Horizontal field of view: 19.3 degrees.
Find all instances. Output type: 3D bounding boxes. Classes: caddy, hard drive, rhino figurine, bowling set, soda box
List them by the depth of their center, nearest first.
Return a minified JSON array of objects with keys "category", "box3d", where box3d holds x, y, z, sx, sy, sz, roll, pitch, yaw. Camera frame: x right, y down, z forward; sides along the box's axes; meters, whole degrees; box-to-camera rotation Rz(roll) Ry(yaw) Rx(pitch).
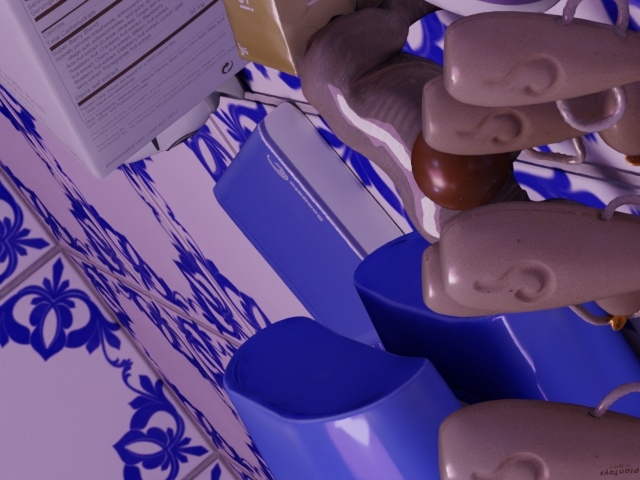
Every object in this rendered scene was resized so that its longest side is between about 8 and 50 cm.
[{"category":"bowling set","box3d":[0.129,-0.026,0.945,0.200,0.154,0.287,-96,4,-57]},{"category":"rhino figurine","box3d":[0.086,-0.050,1.083,0.243,0.106,0.073,49,168,6]},{"category":"soda box","box3d":[-0.032,-0.190,1.094,0.058,0.061,0.181,22,138,47]},{"category":"caddy","box3d":[0.087,0.120,1.276,0.179,0.241,0.341,60,165,-15]},{"category":"hard drive","box3d":[0.000,0.000,1.659,0.210,0.040,0.318,50,167,0]}]

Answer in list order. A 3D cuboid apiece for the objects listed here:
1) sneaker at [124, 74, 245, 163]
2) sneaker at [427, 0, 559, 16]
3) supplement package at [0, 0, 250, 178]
[{"category":"sneaker","box3d":[-0.218,-0.209,1.564,0.330,0.146,0.122,52,174,-2]},{"category":"sneaker","box3d":[0.024,-0.226,0.821,0.282,0.102,0.161,49,164,4]},{"category":"supplement package","box3d":[-0.176,-0.219,1.278,0.177,0.175,0.293,43,165,32]}]
